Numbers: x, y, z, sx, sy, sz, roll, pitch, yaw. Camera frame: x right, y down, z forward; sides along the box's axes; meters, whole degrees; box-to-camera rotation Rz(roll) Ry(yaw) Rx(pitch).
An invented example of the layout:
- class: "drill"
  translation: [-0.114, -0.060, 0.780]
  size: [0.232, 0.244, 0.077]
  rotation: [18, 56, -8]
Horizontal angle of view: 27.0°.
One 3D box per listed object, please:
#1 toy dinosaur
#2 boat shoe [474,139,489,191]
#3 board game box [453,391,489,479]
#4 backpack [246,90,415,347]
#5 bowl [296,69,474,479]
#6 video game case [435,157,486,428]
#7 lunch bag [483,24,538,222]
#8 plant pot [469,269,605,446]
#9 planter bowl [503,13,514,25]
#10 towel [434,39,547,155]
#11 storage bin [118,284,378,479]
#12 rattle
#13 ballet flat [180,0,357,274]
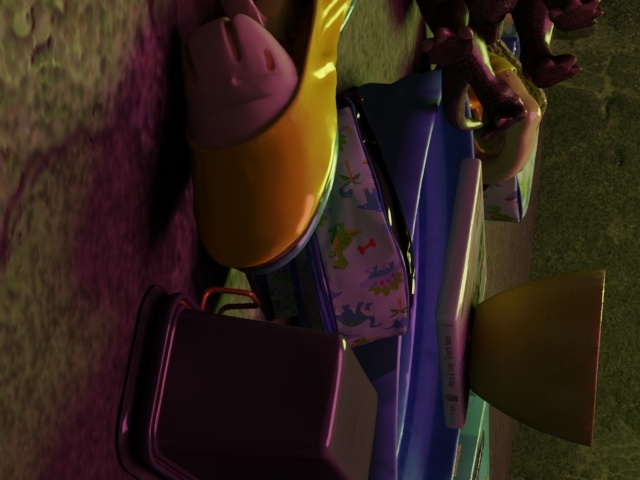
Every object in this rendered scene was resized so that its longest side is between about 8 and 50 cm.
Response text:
- class: "toy dinosaur"
  translation: [0.093, -0.163, 0.798]
  size: [0.313, 0.121, 0.160]
  rotation: [39, 33, -64]
- class: "boat shoe"
  translation: [0.155, -0.075, 1.420]
  size: [0.066, 0.066, 0.183]
  rotation: [50, 45, -72]
- class: "board game box"
  translation: [0.121, 0.352, 1.380]
  size: [0.254, 0.079, 0.336]
  rotation: [-70, 159, -50]
- class: "backpack"
  translation: [0.000, 0.000, 0.683]
  size: [0.105, 0.084, 0.114]
  rotation: [81, -10, -61]
- class: "bowl"
  translation: [0.057, 0.067, 1.015]
  size: [0.391, 0.077, 0.391]
  rotation: [4, 90, -77]
- class: "video game case"
  translation: [0.110, 0.041, 1.027]
  size: [0.143, 0.019, 0.157]
  rotation: [80, 18, -49]
- class: "lunch bag"
  translation: [0.215, -0.146, 1.610]
  size: [0.176, 0.090, 0.219]
  rotation: [70, 27, -63]
- class: "plant pot"
  translation: [0.165, 0.085, 1.020]
  size: [0.134, 0.095, 0.134]
  rotation: [5, 90, -79]
- class: "planter bowl"
  translation: [0.147, -0.253, 1.182]
  size: [0.109, 0.162, 0.162]
  rotation: [-49, 150, -25]
- class: "towel"
  translation: [0.164, -0.146, 1.297]
  size: [0.148, 0.027, 0.110]
  rotation: [55, -32, 28]
- class: "storage bin"
  translation: [-0.025, 0.074, 0.626]
  size: [0.135, 0.091, 0.098]
  rotation: [64, 32, -67]
- class: "rattle"
  translation: [0.112, -0.078, 1.262]
  size: [0.143, 0.130, 0.200]
  rotation: [-43, 175, -40]
- class: "ballet flat"
  translation: [-0.029, -0.089, 0.632]
  size: [0.077, 0.077, 0.231]
  rotation: [55, 33, -37]
